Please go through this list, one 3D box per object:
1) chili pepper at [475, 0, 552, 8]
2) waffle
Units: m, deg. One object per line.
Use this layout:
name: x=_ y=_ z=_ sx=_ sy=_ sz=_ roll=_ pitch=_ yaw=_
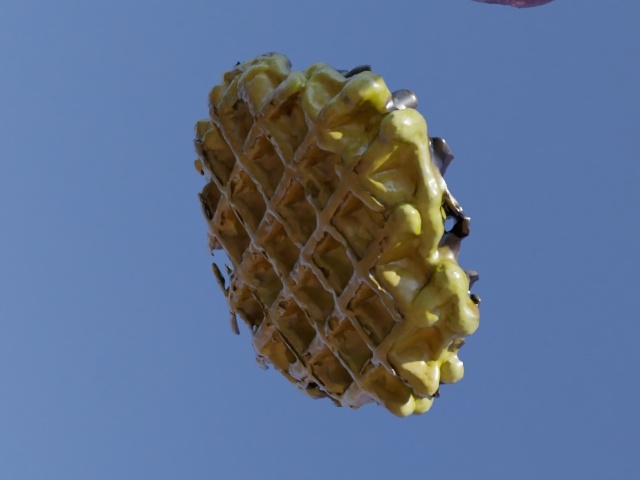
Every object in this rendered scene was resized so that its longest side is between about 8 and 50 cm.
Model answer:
chili pepper: x=0.231 y=-0.298 z=1.420 sx=0.144 sy=0.136 sz=0.253 roll=60 pitch=-20 yaw=-15
waffle: x=0.000 y=0.000 z=1.444 sx=0.382 sy=0.095 sz=0.379 roll=6 pitch=-66 yaw=52
